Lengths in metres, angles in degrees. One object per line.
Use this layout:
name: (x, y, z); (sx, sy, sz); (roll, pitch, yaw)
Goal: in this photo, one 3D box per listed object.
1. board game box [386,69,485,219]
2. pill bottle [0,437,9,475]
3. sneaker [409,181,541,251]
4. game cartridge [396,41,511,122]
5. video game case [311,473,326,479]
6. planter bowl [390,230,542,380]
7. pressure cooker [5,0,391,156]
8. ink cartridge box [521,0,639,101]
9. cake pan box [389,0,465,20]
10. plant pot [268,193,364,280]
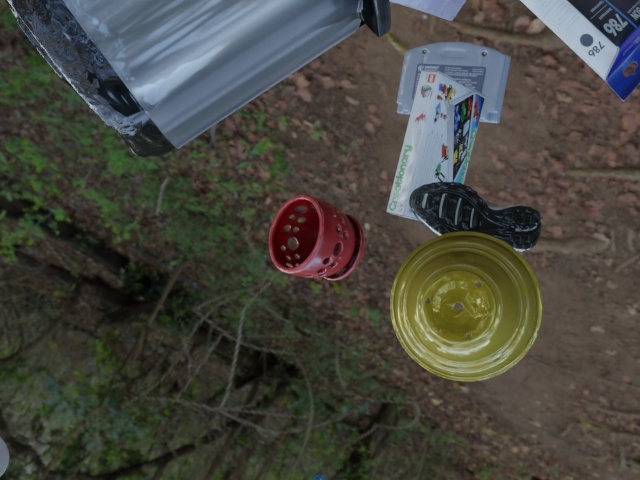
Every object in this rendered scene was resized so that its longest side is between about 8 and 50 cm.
board game box: (0.253, -0.190, 1.518); (0.053, 0.305, 0.193); (17, -175, 42)
pill bottle: (-0.603, 0.393, 1.138); (0.216, 0.121, 0.121); (-39, 121, 23)
sneaker: (0.265, -0.037, 1.262); (0.272, 0.100, 0.108); (14, 176, -29)
game cartridge: (0.343, -0.414, 1.829); (0.294, 0.196, 0.060); (14, -168, 36)
video game case: (-0.021, 0.487, 1.154); (0.015, 0.166, 0.119); (-11, 117, 51)
planter bowl: (0.195, 0.091, 0.978); (0.217, 0.217, 0.090); (19, -179, 17)
pressure cooker: (-0.116, -0.338, 0.728); (0.369, 0.420, 0.375); (58, 177, -20)
ink cartridge box: (0.426, -0.392, 1.147); (0.332, 0.165, 0.065); (46, 145, 3)
cake pan box: (0.276, -0.668, 1.685); (0.246, 0.070, 0.267); (8, 139, -25)
plant pot: (0.000, 0.000, 1.687); (0.174, 0.191, 0.191); (15, 170, -40)
